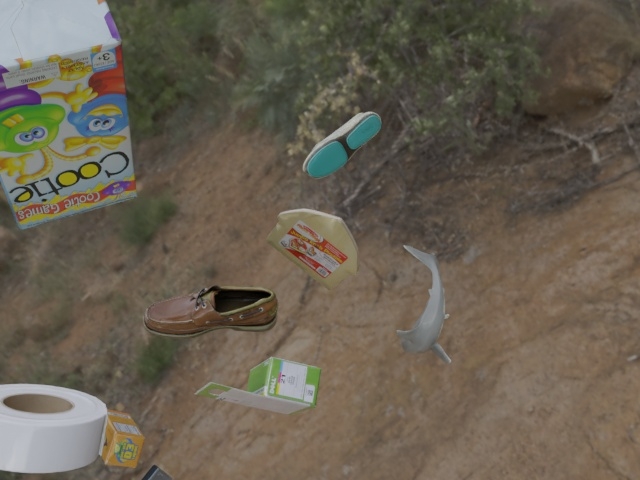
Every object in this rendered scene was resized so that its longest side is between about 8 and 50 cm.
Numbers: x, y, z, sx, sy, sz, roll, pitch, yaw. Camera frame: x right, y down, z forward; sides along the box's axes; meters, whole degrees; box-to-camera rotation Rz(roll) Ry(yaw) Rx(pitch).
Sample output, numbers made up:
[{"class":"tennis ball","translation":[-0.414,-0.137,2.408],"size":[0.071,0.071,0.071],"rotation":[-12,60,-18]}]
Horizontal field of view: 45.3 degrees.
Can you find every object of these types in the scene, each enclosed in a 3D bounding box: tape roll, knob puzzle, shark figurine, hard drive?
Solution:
[{"class":"tape roll","translation":[-0.596,0.387,1.604],"size":[0.286,0.286,0.100],"rotation":[12,93,53]},{"class":"knob puzzle","translation":[0.000,0.000,1.507],"size":[0.213,0.213,0.030],"rotation":[-8,36,41]},{"class":"shark figurine","translation":[0.214,0.161,1.657],"size":[0.116,0.278,0.166],"rotation":[-5,30,-23]},{"class":"hard drive","translation":[-0.411,0.594,1.788],"size":[0.022,0.094,0.135],"rotation":[30,69,27]}]

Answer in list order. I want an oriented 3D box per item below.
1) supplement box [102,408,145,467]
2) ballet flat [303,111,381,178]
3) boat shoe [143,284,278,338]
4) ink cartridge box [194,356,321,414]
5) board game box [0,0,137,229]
[{"class":"supplement box","translation":[-0.486,0.472,1.838],"size":[0.233,0.080,0.078],"rotation":[6,79,69]},{"class":"ballet flat","translation":[0.032,-0.159,1.287],"size":[0.168,0.057,0.052],"rotation":[-36,30,-17]},{"class":"boat shoe","translation":[-0.250,0.146,1.735],"size":[0.307,0.104,0.111],"rotation":[-5,51,-7]},{"class":"ink cartridge box","translation":[-0.150,0.337,1.823],"size":[0.189,0.255,0.097],"rotation":[138,145,-62]},{"class":"board game box","translation":[-0.286,-0.151,0.801],"size":[0.142,0.275,0.144],"rotation":[-18,68,-19]}]
